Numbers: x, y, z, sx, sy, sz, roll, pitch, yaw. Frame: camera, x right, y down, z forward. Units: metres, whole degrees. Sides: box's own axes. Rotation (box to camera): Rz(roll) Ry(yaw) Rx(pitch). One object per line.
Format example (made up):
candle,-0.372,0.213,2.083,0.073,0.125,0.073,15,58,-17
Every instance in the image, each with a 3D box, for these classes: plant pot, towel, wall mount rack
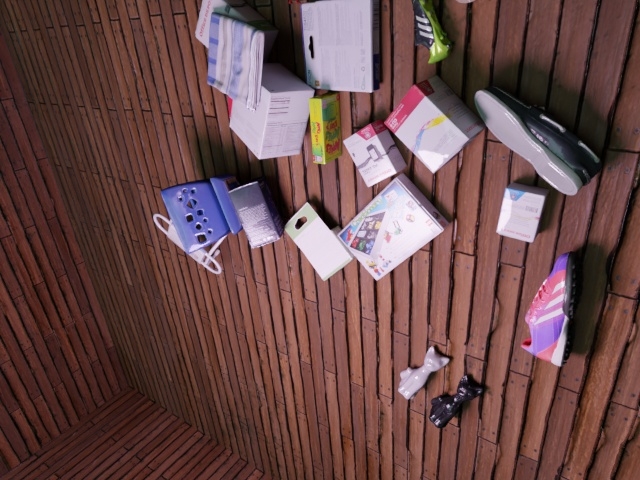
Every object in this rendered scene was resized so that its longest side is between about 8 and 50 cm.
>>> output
plant pot,-0.378,-0.109,1.589,0.212,0.236,0.235,-18,100,8
towel,-0.241,-0.494,1.249,0.285,0.034,0.209,41,131,40
wall mount rack,-0.484,-0.039,1.801,0.350,0.130,0.304,41,146,-3

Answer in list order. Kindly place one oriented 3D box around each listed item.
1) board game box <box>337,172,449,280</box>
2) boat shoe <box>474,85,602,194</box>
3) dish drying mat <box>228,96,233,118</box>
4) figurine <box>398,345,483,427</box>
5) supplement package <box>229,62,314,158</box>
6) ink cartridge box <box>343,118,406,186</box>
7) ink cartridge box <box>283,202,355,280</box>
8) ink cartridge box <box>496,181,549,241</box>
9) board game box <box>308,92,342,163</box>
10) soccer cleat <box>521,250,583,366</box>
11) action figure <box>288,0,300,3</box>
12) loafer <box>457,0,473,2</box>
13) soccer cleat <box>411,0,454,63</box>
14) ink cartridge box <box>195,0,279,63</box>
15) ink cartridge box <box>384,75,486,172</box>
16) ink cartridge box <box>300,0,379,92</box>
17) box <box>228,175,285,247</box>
board game box,0.202,-0.031,1.337,0.193,0.053,0.305,49,135,4
boat shoe,0.466,-0.233,0.984,0.302,0.091,0.114,48,179,5
dish drying mat,-0.298,-0.451,1.535,0.032,0.008,0.083,22,127,30
figurine,0.381,0.464,1.465,0.215,0.092,0.209,41,126,14
supplement package,-0.147,-0.379,1.321,0.194,0.149,0.203,49,138,33
ink cartridge box,0.150,-0.238,1.253,0.109,0.063,0.150,-24,98,44
ink cartridge box,0.000,0.000,1.520,0.235,0.056,0.171,54,135,6
ink cartridge box,0.482,-0.068,1.088,0.089,0.052,0.122,20,124,30
board game box,0.016,-0.319,1.295,0.043,0.092,0.181,14,122,32
soccer cleat,0.567,0.167,1.122,0.116,0.109,0.318,15,125,37
action figure,-0.069,-0.688,1.198,0.038,0.030,0.115,12,116,28
loafer,0.268,-0.620,0.916,0.102,0.092,0.268,-4,112,40
soccer cleat,0.237,-0.493,1.040,0.072,0.060,0.178,-19,104,45
ink cartridge box,-0.251,-0.612,1.343,0.219,0.093,0.160,45,134,11
ink cartridge box,0.274,-0.276,1.084,0.176,0.128,0.127,48,135,7
ink cartridge box,0.052,-0.507,1.189,0.224,0.045,0.223,18,124,35
box,-0.210,-0.100,1.544,0.108,0.153,0.207,-19,105,8
